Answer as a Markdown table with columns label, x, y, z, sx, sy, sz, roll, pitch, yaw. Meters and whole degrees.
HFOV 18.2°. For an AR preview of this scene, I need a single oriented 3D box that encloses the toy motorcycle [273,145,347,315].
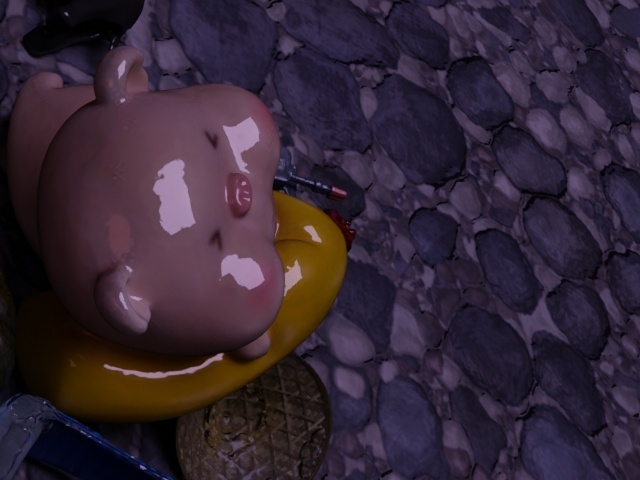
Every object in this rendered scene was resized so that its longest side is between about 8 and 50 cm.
| label | x | y | z | sx | sy | sz | roll | pitch | yaw |
| --- | --- | --- | --- | --- | --- | --- | --- | --- | --- |
| toy motorcycle | -0.057 | 0.011 | 1.787 | 0.150 | 0.102 | 0.221 | 14 | 55 | -17 |

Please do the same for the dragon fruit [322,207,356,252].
| label | x | y | z | sx | sy | sz | roll | pitch | yaw |
| --- | --- | --- | --- | --- | --- | --- | --- | --- | --- |
| dragon fruit | 0.002 | -0.002 | 1.897 | 0.131 | 0.063 | 0.097 | -15 | 72 | -52 |

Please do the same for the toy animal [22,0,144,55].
| label | x | y | z | sx | sy | sz | roll | pitch | yaw |
| --- | --- | --- | --- | --- | --- | --- | --- | --- | --- |
| toy animal | -0.254 | -0.279 | 1.835 | 0.146 | 0.115 | 0.245 | -37 | 111 | -48 |

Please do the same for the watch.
| label | x | y | z | sx | sy | sz | roll | pitch | yaw |
| --- | --- | --- | --- | --- | --- | --- | --- | --- | --- |
| watch | -0.164 | 0.259 | 1.456 | 0.274 | 0.068 | 0.276 | 34 | 32 | -16 |

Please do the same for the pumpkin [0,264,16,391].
| label | x | y | z | sx | sy | sz | roll | pitch | yaw |
| --- | --- | --- | --- | --- | --- | --- | --- | --- | --- |
| pumpkin | -0.319 | 0.052 | 1.420 | 0.224 | 0.157 | 0.223 | 18 | 58 | -31 |

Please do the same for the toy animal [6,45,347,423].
| label | x | y | z | sx | sy | sz | roll | pitch | yaw |
| --- | --- | --- | --- | --- | --- | --- | --- | --- | --- |
| toy animal | -0.113 | -0.039 | 1.592 | 0.278 | 0.247 | 0.345 | -3 | 52 | -6 |

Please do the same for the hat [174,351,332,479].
| label | x | y | z | sx | sy | sz | roll | pitch | yaw |
| --- | --- | --- | --- | --- | --- | --- | --- | --- | --- |
| hat | -0.069 | 0.154 | 1.695 | 0.146 | 0.067 | 0.146 | -3 | 97 | -26 |
